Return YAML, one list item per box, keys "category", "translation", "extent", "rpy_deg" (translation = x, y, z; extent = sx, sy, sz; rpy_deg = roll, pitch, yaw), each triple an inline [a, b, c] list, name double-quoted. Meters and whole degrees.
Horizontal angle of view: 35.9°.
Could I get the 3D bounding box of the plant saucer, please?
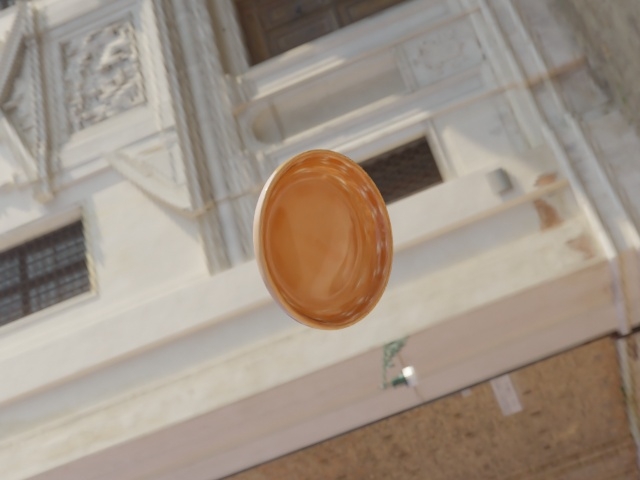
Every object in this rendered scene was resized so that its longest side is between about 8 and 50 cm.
- category: "plant saucer"
  translation: [0.000, 0.000, 1.093]
  extent: [0.200, 0.037, 0.200]
  rpy_deg: [7, -100, -42]
